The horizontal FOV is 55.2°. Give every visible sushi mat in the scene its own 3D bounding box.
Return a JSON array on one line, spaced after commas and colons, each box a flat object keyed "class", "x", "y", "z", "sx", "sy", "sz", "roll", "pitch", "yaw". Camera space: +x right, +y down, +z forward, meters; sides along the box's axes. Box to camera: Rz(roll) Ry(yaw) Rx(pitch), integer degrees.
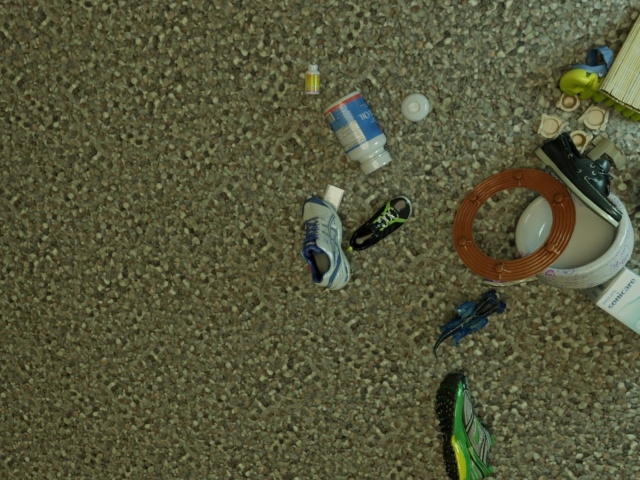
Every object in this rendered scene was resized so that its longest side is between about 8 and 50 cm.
[{"class": "sushi mat", "x": 0.836, "y": -0.465, "z": 1.550, "sx": 0.152, "sy": 0.019, "sz": 0.316, "roll": 30, "pitch": 77, "yaw": 7}]

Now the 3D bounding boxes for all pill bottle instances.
[{"class": "pill bottle", "x": 0.112, "y": -0.304, "z": 1.753, "sx": 0.124, "sy": 0.124, "sz": 0.221, "roll": -29, "pitch": 95, "yaw": 15}, {"class": "pill bottle", "x": -0.023, "y": -0.469, "z": 1.789, "sx": 0.044, "sy": 0.043, "sz": 0.083, "roll": 3, "pitch": 102, "yaw": 11}]

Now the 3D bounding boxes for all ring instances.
[{"class": "ring", "x": 0.514, "y": -0.050, "z": 1.660, "sx": 0.337, "sy": 0.032, "sz": 0.336, "roll": -16, "pitch": 59, "yaw": 29}]

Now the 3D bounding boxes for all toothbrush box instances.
[{"class": "toothbrush box", "x": 0.874, "y": 0.182, "z": 1.648, "sx": 0.296, "sy": 0.216, "sz": 0.126, "roll": 35, "pitch": 105, "yaw": 4}]

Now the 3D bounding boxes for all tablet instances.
[{"class": "tablet", "x": 0.035, "y": -0.124, "z": 1.865, "sx": 0.054, "sy": 0.006, "sz": 0.083, "roll": 22, "pitch": 104, "yaw": 7}]

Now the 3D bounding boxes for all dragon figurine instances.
[{"class": "dragon figurine", "x": 0.420, "y": 0.232, "z": 1.758, "sx": 0.085, "sy": 0.289, "sz": 0.144, "roll": 53, "pitch": 136, "yaw": 19}]

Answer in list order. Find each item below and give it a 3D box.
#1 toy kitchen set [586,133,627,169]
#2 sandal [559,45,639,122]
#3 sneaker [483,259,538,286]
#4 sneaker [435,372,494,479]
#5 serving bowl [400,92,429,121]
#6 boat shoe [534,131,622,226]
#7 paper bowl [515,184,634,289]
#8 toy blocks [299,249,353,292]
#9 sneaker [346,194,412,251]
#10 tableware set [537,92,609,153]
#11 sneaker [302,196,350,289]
[{"class": "toy kitchen set", "x": 0.779, "y": -0.232, "z": 1.681, "sx": 0.068, "sy": 0.075, "sz": 0.083, "roll": -43, "pitch": 50, "yaw": 13}, {"class": "sandal", "x": 0.799, "y": -0.411, "z": 1.599, "sx": 0.318, "sy": 0.126, "sz": 0.138, "roll": 24, "pitch": 81, "yaw": -1}, {"class": "sneaker", "x": 0.556, "y": 0.096, "z": 1.784, "sx": 0.170, "sy": 0.068, "sz": 0.071, "roll": -13, "pitch": 83, "yaw": 5}, {"class": "sneaker", "x": 0.445, "y": 0.570, "z": 1.875, "sx": 0.147, "sy": 0.134, "sz": 0.343, "roll": -9, "pitch": 96, "yaw": -12}, {"class": "serving bowl", "x": 0.270, "y": -0.382, "z": 1.755, "sx": 0.084, "sy": 0.027, "sz": 0.083, "roll": 2, "pitch": 101, "yaw": 12}, {"class": "boat shoe", "x": 0.682, "y": -0.170, "z": 1.566, "sx": 0.127, "sy": 0.340, "sz": 0.113, "roll": 34, "pitch": 112, "yaw": -30}, {"class": "paper bowl", "x": 0.684, "y": 0.000, "z": 1.642, "sx": 0.284, "sy": 0.284, "sz": 0.148, "roll": -32, "pitch": 136, "yaw": 15}, {"class": "toy blocks", "x": 0.014, "y": 0.071, "z": 1.883, "sx": 0.123, "sy": 0.054, "sz": 0.148, "roll": -33, "pitch": 93, "yaw": 16}, {"class": "sneaker", "x": 0.176, "y": -0.038, "z": 1.806, "sx": 0.235, "sy": 0.097, "sz": 0.084, "roll": -42, "pitch": 91, "yaw": 16}, {"class": "tableware set", "x": 0.693, "y": -0.326, "z": 1.680, "sx": 0.169, "sy": 0.020, "sz": 0.141, "roll": 31, "pitch": 104, "yaw": 9}, {"class": "sneaker", "x": 0.000, "y": 0.000, "z": 1.793, "sx": 0.112, "sy": 0.131, "sz": 0.296, "roll": -29, "pitch": 69, "yaw": 28}]
